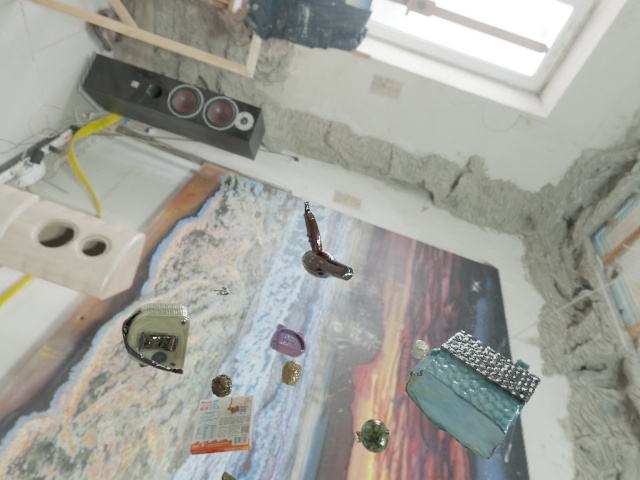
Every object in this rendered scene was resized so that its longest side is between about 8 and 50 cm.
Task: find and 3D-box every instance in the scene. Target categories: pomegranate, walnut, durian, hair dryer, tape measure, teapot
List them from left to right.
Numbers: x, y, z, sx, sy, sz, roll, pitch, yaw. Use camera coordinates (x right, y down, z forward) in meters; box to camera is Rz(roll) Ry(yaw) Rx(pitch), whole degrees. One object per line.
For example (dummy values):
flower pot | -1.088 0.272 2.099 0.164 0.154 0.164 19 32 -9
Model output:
tape measure | -0.607 0.374 1.587 0.133 0.231 0.271 -132 -131 -58
durian | -0.337 0.503 1.482 0.091 0.080 0.080 43 -61 52
walnut | -0.112 0.505 1.651 0.078 0.082 0.096 -8 -117 49
hair dryer | 0.000 0.000 1.797 0.312 0.123 0.341 7 -66 59
pomegranate | 0.191 0.742 1.636 0.161 0.122 0.122 -25 -149 36
teapot | 0.438 0.481 1.882 0.064 0.083 0.064 -47 161 -55

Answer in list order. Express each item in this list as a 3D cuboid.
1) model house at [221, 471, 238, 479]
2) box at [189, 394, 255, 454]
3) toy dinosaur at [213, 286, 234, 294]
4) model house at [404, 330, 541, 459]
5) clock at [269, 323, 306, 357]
model house | -0.346 1.008 1.558 0.239 0.174 0.268 -34 -175 -33
box | -0.449 0.857 2.020 0.265 0.273 0.048 -93 177 -55
toy dinosaur | -0.411 0.218 1.833 0.180 0.058 0.037 -8 113 -80
model house | 0.398 0.373 1.136 0.241 0.261 0.226 -40 146 -26
clock | -0.136 0.418 1.796 0.050 0.152 0.110 -52 -158 30
